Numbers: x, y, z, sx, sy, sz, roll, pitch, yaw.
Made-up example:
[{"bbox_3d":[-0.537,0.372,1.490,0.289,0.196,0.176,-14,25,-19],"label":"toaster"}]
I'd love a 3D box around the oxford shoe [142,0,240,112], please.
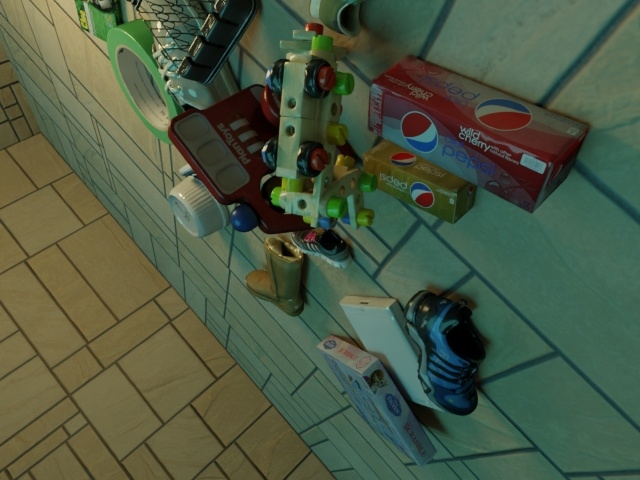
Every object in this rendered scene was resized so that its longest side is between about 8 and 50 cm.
[{"bbox_3d":[-0.293,-0.383,1.028,0.169,0.130,0.449,6,126,57],"label":"oxford shoe"}]

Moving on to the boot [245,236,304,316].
[{"bbox_3d":[-0.139,0.084,1.392,0.236,0.089,0.269,26,144,23],"label":"boot"}]

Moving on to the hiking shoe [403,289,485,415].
[{"bbox_3d":[0.264,0.243,0.931,0.132,0.113,0.304,7,129,54],"label":"hiking shoe"}]

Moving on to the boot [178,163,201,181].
[{"bbox_3d":[-0.358,-0.196,1.401,0.190,0.069,0.086,-8,113,57],"label":"boot"}]

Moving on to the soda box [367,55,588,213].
[{"bbox_3d":[0.188,-0.146,0.612,0.263,0.092,0.083,36,151,29],"label":"soda box"}]

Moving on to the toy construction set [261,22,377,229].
[{"bbox_3d":[0.003,-0.167,0.700,0.151,0.215,0.327,-3,97,32],"label":"toy construction set"}]

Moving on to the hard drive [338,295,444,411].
[{"bbox_3d":[0.183,0.275,1.171,0.203,0.040,0.307,-7,117,59],"label":"hard drive"}]

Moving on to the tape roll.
[{"bbox_3d":[-0.448,-0.420,1.272,0.321,0.077,0.321,36,148,27],"label":"tape roll"}]

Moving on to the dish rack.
[{"bbox_3d":[-0.259,-0.457,0.878,0.208,0.074,0.271,-42,79,33],"label":"dish rack"}]

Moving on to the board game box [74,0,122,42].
[{"bbox_3d":[-0.591,-0.638,1.239,0.136,0.030,0.259,28,150,-2],"label":"board game box"}]

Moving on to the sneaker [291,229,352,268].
[{"bbox_3d":[0.000,0.000,1.104,0.170,0.063,0.074,28,144,30],"label":"sneaker"}]

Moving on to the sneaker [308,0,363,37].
[{"bbox_3d":[0.041,-0.357,0.625,0.086,0.064,0.192,44,156,12],"label":"sneaker"}]

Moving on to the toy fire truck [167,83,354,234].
[{"bbox_3d":[-0.101,-0.141,0.882,0.302,0.254,0.169,55,152,-4],"label":"toy fire truck"}]

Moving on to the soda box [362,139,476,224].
[{"bbox_3d":[0.155,-0.097,0.758,0.181,0.058,0.061,32,145,35],"label":"soda box"}]

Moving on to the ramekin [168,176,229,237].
[{"bbox_3d":[-0.402,-0.105,1.535,0.207,0.109,0.207,37,149,27],"label":"ramekin"}]

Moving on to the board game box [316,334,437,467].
[{"bbox_3d":[0.146,0.437,1.331,0.318,0.066,0.318,59,162,-12],"label":"board game box"}]
